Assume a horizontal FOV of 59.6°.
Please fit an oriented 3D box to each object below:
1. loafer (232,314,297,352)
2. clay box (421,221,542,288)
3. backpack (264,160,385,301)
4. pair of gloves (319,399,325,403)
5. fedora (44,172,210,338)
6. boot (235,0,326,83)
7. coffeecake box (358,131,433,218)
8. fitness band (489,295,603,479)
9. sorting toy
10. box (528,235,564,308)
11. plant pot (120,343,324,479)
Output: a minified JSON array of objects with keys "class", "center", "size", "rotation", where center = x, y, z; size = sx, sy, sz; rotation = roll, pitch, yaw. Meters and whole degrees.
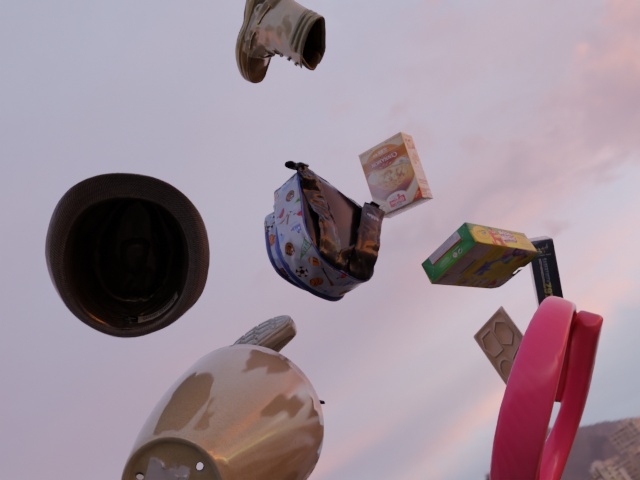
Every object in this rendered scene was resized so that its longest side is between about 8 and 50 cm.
[{"class":"loafer","center":[-0.168,0.287,1.223],"size":[0.319,0.112,0.111],"rotation":[-40,-77,8]},{"class":"clay box","center":[0.315,0.035,1.076],"size":[0.221,0.053,0.127],"rotation":[7,-43,-39]},{"class":"backpack","center":[0.000,0.000,1.247],"size":[0.276,0.264,0.213],"rotation":[26,-56,-30]},{"class":"pair of gloves","center":[-0.036,0.311,1.062],"size":[0.074,0.010,0.083],"rotation":[3,-22,-27]},{"class":"fedora","center":[-0.304,0.015,0.908],"size":[0.243,0.124,0.276],"rotation":[-3,-72,-12]},{"class":"boot","center":[-0.074,-0.356,1.044],"size":[0.077,0.165,0.213],"rotation":[-33,-25,-38]},{"class":"coffeecake box","center":[0.199,-0.171,1.493],"size":[0.142,0.186,0.068],"rotation":[-25,-15,34]},{"class":"fitness band","center":[0.240,0.192,0.605],"size":[0.209,0.054,0.291],"rotation":[-46,-42,-34]},{"class":"sorting toy","center":[0.515,0.299,1.526],"size":[0.038,0.193,0.208],"rotation":[-19,-29,-21]},{"class":"box","center":[0.537,0.084,1.343],"size":[0.059,0.184,0.232],"rotation":[-11,-2,18]},{"class":"plant pot","center":[-0.143,0.288,0.754],"size":[0.256,0.257,0.274],"rotation":[-35,-7,7]}]
